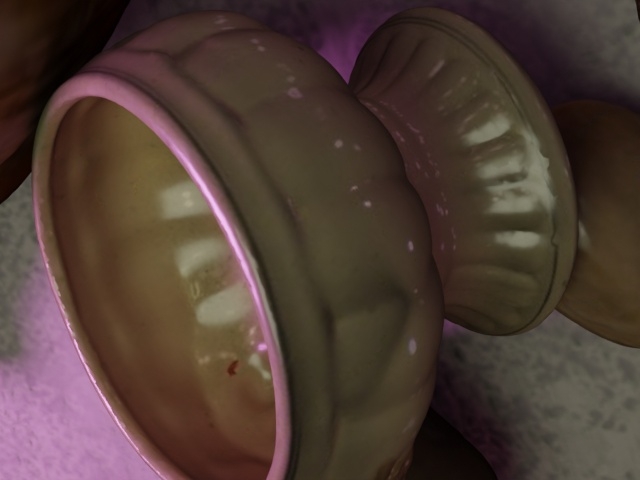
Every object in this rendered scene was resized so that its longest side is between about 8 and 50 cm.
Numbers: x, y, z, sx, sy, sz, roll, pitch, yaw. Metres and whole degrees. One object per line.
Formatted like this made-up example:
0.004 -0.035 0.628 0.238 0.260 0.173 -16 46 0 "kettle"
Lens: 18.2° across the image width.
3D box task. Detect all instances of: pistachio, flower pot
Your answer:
0.184 -0.004 1.257 0.126 0.108 0.185 -36 107 -2 "pistachio"
0.000 0.000 1.186 0.307 0.244 0.307 40 142 41 "flower pot"

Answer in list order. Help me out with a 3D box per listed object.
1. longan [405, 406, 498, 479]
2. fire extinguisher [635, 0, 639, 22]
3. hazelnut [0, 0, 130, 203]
0.009 0.187 1.359 0.248 0.248 0.248 10 117 20 "longan"
0.205 -0.161 1.167 0.075 0.106 0.252 9 119 47 "fire extinguisher"
-0.265 -0.171 1.243 0.315 0.372 0.372 3 121 -17 "hazelnut"
